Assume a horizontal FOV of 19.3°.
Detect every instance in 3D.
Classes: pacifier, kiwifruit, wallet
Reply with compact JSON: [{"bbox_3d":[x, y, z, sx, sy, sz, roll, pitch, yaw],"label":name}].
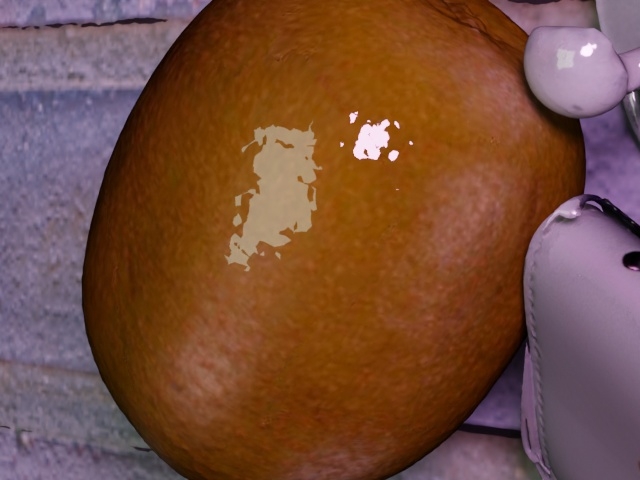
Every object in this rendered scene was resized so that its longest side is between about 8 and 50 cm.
[{"bbox_3d":[0.126,-0.070,0.716,0.150,0.116,0.127,69,154,15],"label":"pacifier"},{"bbox_3d":[0.000,0.000,0.776,0.196,0.196,0.234,45,122,34],"label":"kiwifruit"},{"bbox_3d":[0.160,0.097,0.673,0.231,0.069,0.170,45,153,43],"label":"wallet"}]
